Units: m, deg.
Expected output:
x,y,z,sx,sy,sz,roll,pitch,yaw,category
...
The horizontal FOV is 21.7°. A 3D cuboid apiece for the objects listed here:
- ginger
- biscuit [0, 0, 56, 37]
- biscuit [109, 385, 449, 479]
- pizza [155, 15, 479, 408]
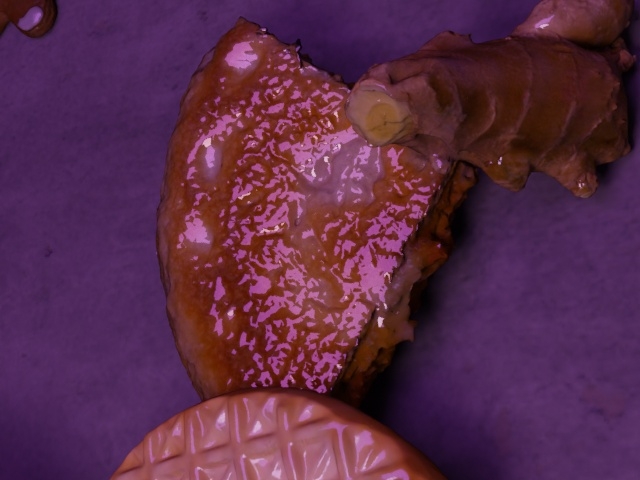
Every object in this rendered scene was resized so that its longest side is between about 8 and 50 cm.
x,y,z,sx,sy,sz,roll,pitch,yaw,category
0.113,-0.080,0.998,0.205,0.115,0.081,-21,27,-20,ginger
-0.243,-0.228,1.365,0.205,0.031,0.138,-35,56,20,biscuit
-0.060,0.206,1.003,0.204,0.040,0.309,49,114,25,biscuit
0.000,0.000,1.074,0.226,0.086,0.335,-17,67,20,pizza
